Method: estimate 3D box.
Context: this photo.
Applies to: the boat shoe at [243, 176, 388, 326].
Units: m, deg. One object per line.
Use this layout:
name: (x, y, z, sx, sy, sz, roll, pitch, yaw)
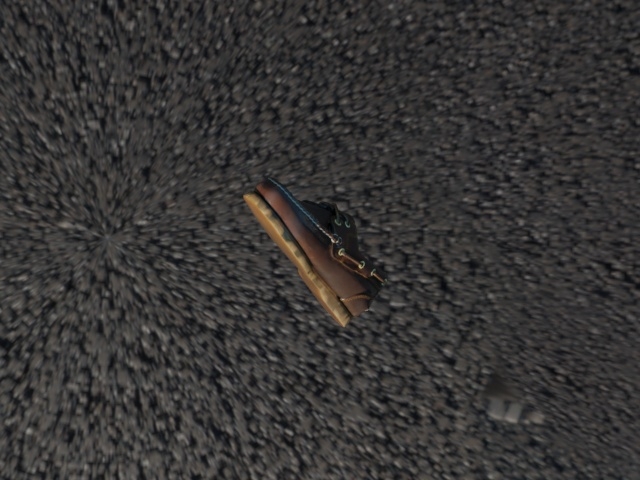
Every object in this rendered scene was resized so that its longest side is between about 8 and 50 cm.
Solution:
boat shoe: (0.000, 0.000, 1.123, 0.073, 0.207, 0.073, -40, 52, -3)
